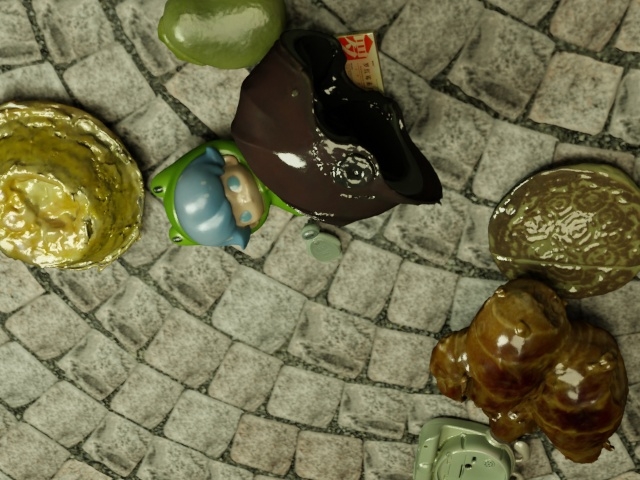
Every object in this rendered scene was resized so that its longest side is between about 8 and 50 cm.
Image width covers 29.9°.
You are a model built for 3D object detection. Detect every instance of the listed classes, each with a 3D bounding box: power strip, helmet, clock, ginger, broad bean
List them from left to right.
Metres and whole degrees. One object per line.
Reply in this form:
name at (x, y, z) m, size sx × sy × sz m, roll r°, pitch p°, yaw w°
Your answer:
broad bean at (-0.133, -0.290, 1.619) m, size 0.174 × 0.082 × 0.124 m, roll 6°, pitch 123°, yaw 7°
power strip at (0.000, 0.000, 1.836) m, size 0.055 × 0.035 × 0.083 m, roll -24°, pitch 131°, yaw 23°
helmet at (0.004, -0.122, 1.593) m, size 0.177 × 0.225 × 0.305 m, roll -36°, pitch 97°, yaw 22°
clock at (0.257, 0.378, 2.033) m, size 0.191 × 0.062 × 0.151 m, roll 7°, pitch 125°, yaw 3°
ginger at (0.332, 0.219, 1.848) m, size 0.357 × 0.152 × 0.274 m, roll 36°, pitch 123°, yaw -21°

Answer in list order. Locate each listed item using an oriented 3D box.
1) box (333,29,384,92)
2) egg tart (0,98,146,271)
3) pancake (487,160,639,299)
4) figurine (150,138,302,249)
box at (0.053, -0.245, 1.661) m, size 0.058 × 0.015 × 0.093 m, roll -6°, pitch 123°, yaw 12°
egg tart at (-0.416, -0.062, 1.801) m, size 0.315 × 0.120 × 0.315 m, roll 4°, pitch 124°, yaw 6°
pancake at (0.372, -0.014, 1.760) m, size 0.250 × 0.031 × 0.250 m, roll 4°, pitch 126°, yaw 6°
figurine at (-0.107, -0.076, 1.738) m, size 0.263 × 0.143 × 0.162 m, roll -18°, pitch 119°, yaw 0°
